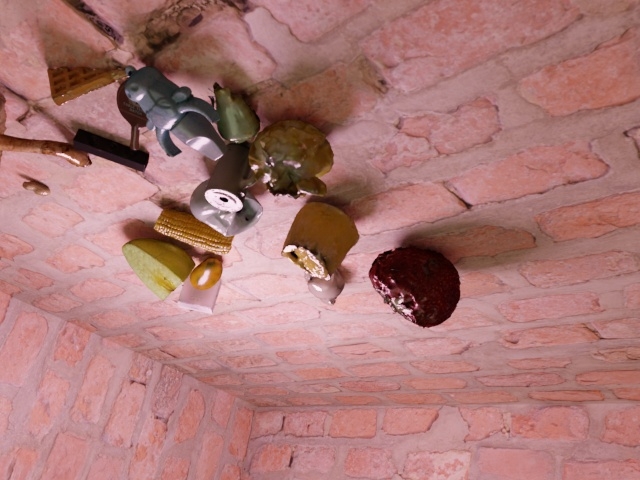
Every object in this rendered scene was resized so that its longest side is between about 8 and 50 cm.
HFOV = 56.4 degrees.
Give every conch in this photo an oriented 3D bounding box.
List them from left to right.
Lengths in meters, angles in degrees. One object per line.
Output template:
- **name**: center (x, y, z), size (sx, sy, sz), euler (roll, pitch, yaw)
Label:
- **conch**: center (-0.254, -0.097, 1.632), size (0.184, 0.121, 0.221), euler (0, 156, 16)
- **conch**: center (-0.188, -0.282, 1.328), size (0.105, 0.079, 0.170), euler (-6, 146, 6)

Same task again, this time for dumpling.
- **dumpling**: center (0.004, 0.145, 2.002), size (0.150, 0.092, 0.176), euler (18, 160, 21)

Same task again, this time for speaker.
- **speaker**: center (-0.557, -0.238, 1.592), size (0.191, 0.040, 0.046), euler (19, 153, -12)

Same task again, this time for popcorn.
- **popcorn**: center (-0.060, -0.173, 1.348), size (0.197, 0.213, 0.198), euler (-19, 160, -7)

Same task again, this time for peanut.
- **peanut**: center (-0.891, -0.165, 1.872), size (0.083, 0.037, 0.037), euler (22, 150, -19)

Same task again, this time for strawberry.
- **strawberry**: center (0.284, 0.123, 1.725), size (0.274, 0.220, 0.274), euler (44, 174, 6)

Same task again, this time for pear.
- **pear**: center (-0.561, 0.065, 2.053), size (0.239, 0.139, 0.288), euler (36, 149, -12)

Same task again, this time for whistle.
- **whistle**: center (-0.319, -0.282, 1.316), size (0.274, 0.093, 0.186), euler (43, 136, -20)

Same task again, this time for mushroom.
- **mushroom**: center (-0.766, -0.271, 1.529), size (0.208, 0.301, 0.233), euler (60, 148, 5)

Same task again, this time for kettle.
- **kettle**: center (-0.213, -0.163, 1.470), size (0.098, 0.148, 0.127), euler (26, 151, -18)

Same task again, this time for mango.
- **mango**: center (-0.394, 0.114, 2.092), size (0.163, 0.111, 0.089), euler (-41, 82, 35)

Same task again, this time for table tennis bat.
- **table tennis bat**: center (-0.412, -0.313, 1.427), size (0.107, 0.119, 0.170), euler (21, 122, 9)

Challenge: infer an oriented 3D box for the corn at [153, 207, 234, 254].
- **corn**: center (-0.386, -0.028, 1.842), size (0.244, 0.093, 0.093), euler (18, 151, -10)

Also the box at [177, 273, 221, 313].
- **box**: center (-0.452, 0.195, 2.230), size (0.130, 0.129, 0.051), euler (11, 152, 5)

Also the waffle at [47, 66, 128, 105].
- **waffle**: center (-0.522, -0.382, 1.354), size (0.191, 0.125, 0.032), euler (-24, 145, -3)

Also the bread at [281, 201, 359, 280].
- **bread**: center (-0.002, -0.002, 1.641), size (0.197, 0.171, 0.197), euler (22, 153, 12)
